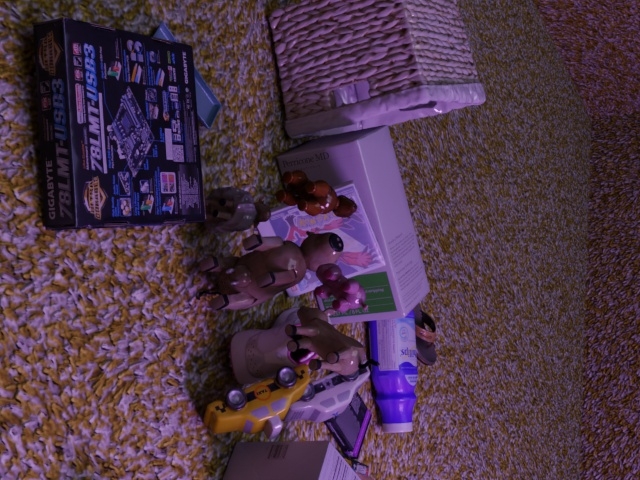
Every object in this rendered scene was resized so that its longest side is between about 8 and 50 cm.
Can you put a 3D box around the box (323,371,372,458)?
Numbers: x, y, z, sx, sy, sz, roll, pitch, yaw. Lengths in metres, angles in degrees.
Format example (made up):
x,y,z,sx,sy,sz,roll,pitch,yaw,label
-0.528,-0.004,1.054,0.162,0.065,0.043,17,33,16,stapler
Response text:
x,y,z,sx,sy,sz,roll,pitch,yaw,label
0.050,0.354,1.909,0.162,0.029,0.116,62,35,-32,box

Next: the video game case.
x,y,z,sx,sy,sz,roll,pitch,yaw,label
0.000,0.000,1.754,0.023,0.201,0.183,-91,160,-65,video game case

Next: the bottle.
x,y,z,sx,sy,sz,roll,pitch,yaw,label
0.163,0.280,2.053,0.118,0.092,0.283,15,70,-58,bottle

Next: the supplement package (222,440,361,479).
x,y,z,sx,sy,sz,roll,pitch,yaw,label
-0.039,0.455,1.573,0.203,0.194,0.149,56,40,-37,supplement package

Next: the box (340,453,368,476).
x,y,z,sx,sy,sz,roll,pitch,yaw,label
0.051,0.489,1.879,0.137,0.027,0.094,37,53,-49,box

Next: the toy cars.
x,y,z,sx,sy,sz,roll,pitch,yaw,label
-0.039,0.289,1.621,0.393,0.176,0.087,8,49,-58,toy cars

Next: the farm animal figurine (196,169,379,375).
x,y,z,sx,sy,sz,roll,pitch,yaw,label
-0.044,0.059,1.537,0.172,0.326,0.330,6,79,-59,farm animal figurine

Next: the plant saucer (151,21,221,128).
x,y,z,sx,sy,sz,roll,pitch,yaw,label
-0.236,-0.281,1.599,0.192,0.018,0.067,56,39,-37,plant saucer

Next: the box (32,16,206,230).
x,y,z,sx,sy,sz,roll,pitch,yaw,label
-0.296,-0.166,1.402,0.293,0.073,0.295,-6,92,-59,box

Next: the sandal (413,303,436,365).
x,y,z,sx,sy,sz,roll,pitch,yaw,label
0.247,0.204,2.243,0.090,0.060,0.219,-34,112,-56,sandal

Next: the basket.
x,y,z,sx,sy,sz,roll,pitch,yaw,label
0.119,-0.372,1.915,0.331,0.328,0.266,-12,91,-59,basket

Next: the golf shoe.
x,y,z,sx,sy,sz,roll,pitch,yaw,label
-0.038,0.189,1.697,0.306,0.140,0.115,-22,100,-60,golf shoe

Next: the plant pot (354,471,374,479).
x,y,z,sx,sy,sz,roll,pitch,yaw,label
0.053,0.540,1.740,0.236,0.236,0.032,-52,170,-51,plant pot

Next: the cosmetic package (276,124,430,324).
x,y,z,sx,sy,sz,roll,pitch,yaw,label
0.071,-0.031,1.877,0.155,0.197,0.365,-36,112,-56,cosmetic package
